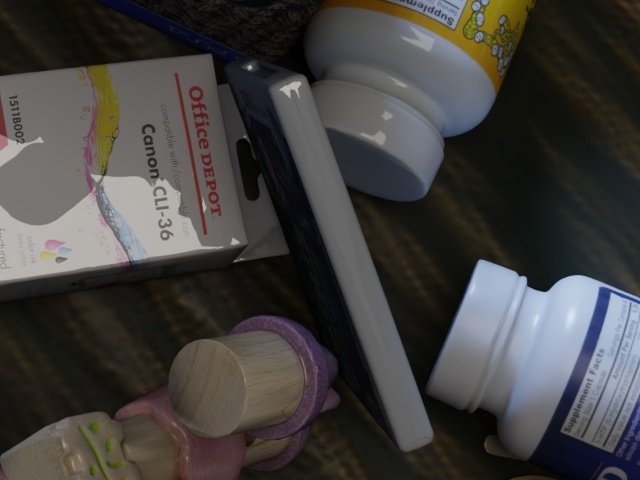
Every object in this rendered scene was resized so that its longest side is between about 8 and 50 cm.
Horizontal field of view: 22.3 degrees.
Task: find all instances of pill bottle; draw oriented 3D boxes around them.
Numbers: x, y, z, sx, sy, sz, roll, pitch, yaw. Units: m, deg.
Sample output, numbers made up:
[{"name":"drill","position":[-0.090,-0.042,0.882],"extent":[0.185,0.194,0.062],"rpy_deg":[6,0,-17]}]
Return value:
[{"name":"pill bottle","position":[0.060,-0.134,0.938],"extent":[0.117,0.117,0.208],"rpy_deg":[26,73,-7]},{"name":"pill bottle","position":[0.160,0.083,0.914],"extent":[0.187,0.112,0.112],"rpy_deg":[22,74,5]}]

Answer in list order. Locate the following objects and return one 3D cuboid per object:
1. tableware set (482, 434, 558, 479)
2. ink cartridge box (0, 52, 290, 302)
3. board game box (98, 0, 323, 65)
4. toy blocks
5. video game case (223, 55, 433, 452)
[{"name":"tableware set","position":[0.179,0.190,0.940],"extent":[0.194,0.039,0.128],"rpy_deg":[14,76,-10]},{"name":"ink cartridge box","position":[-0.111,-0.037,0.902],"extent":[0.198,0.067,0.115],"rpy_deg":[-9,80,-15]},{"name":"board game box","position":[-0.076,-0.229,0.833],"extent":[0.232,0.291,0.141],"rpy_deg":[24,75,-7]},{"name":"toy blocks","position":[-0.003,0.188,0.792],"extent":[0.260,0.309,0.288],"rpy_deg":[-4,66,-57]},{"name":"video game case","position":[0.000,0.000,0.841],"extent":[0.022,0.173,0.190],"rpy_deg":[-22,103,-6]}]
